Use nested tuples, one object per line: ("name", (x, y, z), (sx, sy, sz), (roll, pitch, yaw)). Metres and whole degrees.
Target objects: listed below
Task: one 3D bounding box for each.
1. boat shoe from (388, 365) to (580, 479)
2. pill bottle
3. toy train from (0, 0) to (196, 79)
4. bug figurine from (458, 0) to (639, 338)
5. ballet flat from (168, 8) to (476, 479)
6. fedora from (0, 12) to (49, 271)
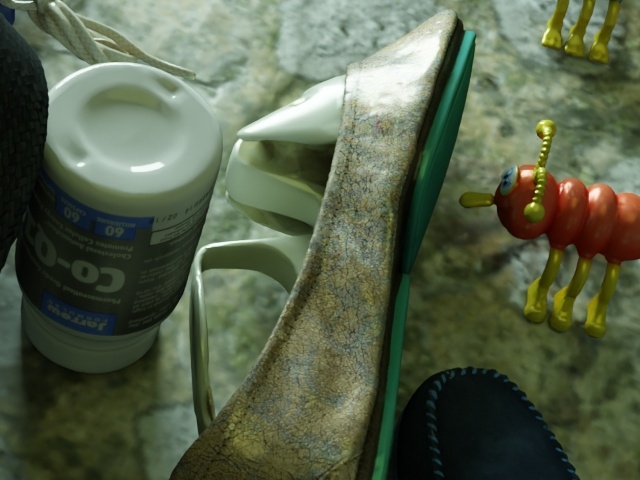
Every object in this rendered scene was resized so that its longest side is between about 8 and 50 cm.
("boat shoe", (0.110, 0.156, 0.709), (0.109, 0.089, 0.258), (-12, 59, -24))
("pill bottle", (-0.091, -0.005, 0.740), (0.078, 0.137, 0.078), (8, 52, -10))
("toy train", (-0.200, -0.091, 0.803), (0.248, 0.105, 0.143), (29, 62, 6))
("bug figurine", (0.185, -0.074, 0.912), (0.216, 0.072, 0.279), (13, 52, -7))
("ballet flat", (0.000, 0.000, 0.788), (0.106, 0.107, 0.316), (13, 50, 3))
("fedora", (-0.216, -0.010, 0.655), (0.152, 0.334, 0.334), (36, 45, -29))
